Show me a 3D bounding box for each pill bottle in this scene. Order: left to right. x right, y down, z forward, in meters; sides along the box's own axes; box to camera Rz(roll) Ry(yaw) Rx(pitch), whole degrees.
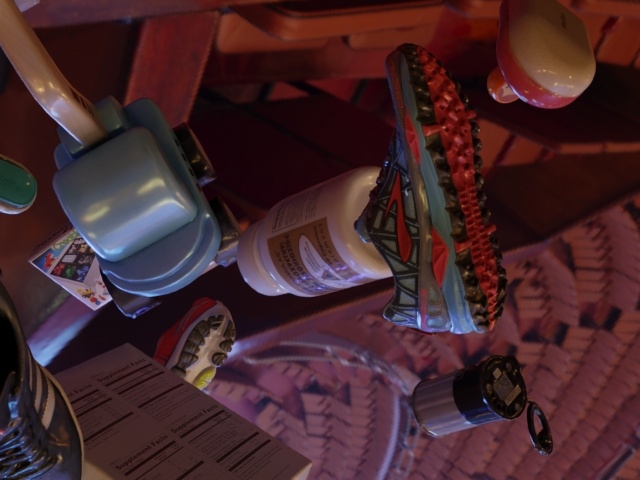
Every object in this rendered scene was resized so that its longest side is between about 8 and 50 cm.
[{"bbox_3d":[0.000,0.000,1.030,0.131,0.131,0.229,-18,180,-41],"label":"pill bottle"}]

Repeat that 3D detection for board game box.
[{"bbox_3d":[-0.456,0.019,1.801,0.305,0.053,0.193,-30,122,27],"label":"board game box"}]

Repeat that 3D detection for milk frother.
[{"bbox_3d":[0.222,0.233,1.118,0.129,0.143,0.134,-10,166,-40],"label":"milk frother"}]

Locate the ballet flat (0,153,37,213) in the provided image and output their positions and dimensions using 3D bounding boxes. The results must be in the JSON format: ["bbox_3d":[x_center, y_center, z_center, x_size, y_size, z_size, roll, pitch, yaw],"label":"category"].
[{"bbox_3d":[-0.459,-0.104,1.014,0.086,0.086,0.248,-44,137,3],"label":"ballet flat"}]

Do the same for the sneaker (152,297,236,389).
[{"bbox_3d":[-0.238,0.213,1.348,0.107,0.118,0.279,38,93,-30],"label":"sneaker"}]

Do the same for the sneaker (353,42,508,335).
[{"bbox_3d":[0.076,-0.041,0.743,0.125,0.262,0.104,-11,179,32],"label":"sneaker"}]

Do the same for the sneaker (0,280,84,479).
[{"bbox_3d":[-0.258,0.128,0.616,0.131,0.148,0.350,-28,130,-17],"label":"sneaker"}]

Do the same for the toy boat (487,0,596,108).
[{"bbox_3d":[0.307,-0.264,1.238,0.151,0.151,0.231,-50,-167,35],"label":"toy boat"}]

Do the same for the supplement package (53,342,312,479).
[{"bbox_3d":[-0.190,0.277,0.873,0.198,0.262,0.199,-22,136,-62],"label":"supplement package"}]

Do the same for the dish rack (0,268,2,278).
[{"bbox_3d":[-0.678,-0.009,1.419,0.074,0.208,0.271,-43,154,10],"label":"dish rack"}]

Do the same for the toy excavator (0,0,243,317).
[{"bbox_3d":[-0.314,-0.141,1.196,0.222,0.433,0.445,-28,163,0],"label":"toy excavator"}]
